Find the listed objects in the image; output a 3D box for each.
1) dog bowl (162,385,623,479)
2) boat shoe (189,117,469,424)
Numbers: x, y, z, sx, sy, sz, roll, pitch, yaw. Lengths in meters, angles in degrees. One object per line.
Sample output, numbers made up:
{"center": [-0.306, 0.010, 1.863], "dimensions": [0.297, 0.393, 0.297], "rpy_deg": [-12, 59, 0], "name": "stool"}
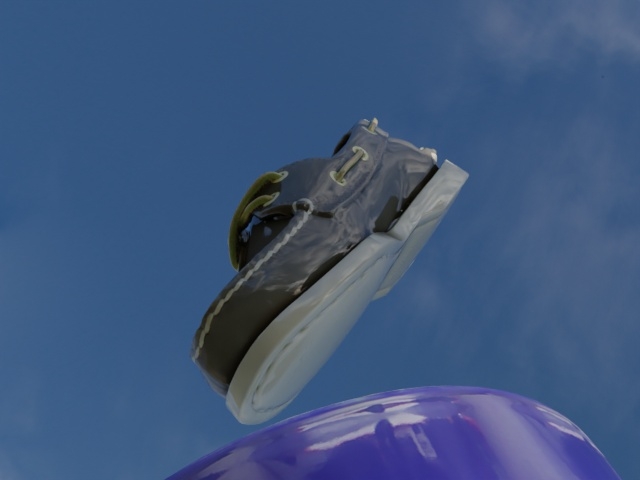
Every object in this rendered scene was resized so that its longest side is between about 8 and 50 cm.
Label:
{"center": [0.021, 0.184, 0.428], "dimensions": [0.265, 0.265, 0.104], "rpy_deg": [-47, -138, 16], "name": "dog bowl"}
{"center": [-0.002, 0.004, 0.639], "dimensions": [0.091, 0.305, 0.109], "rpy_deg": [36, -61, 7], "name": "boat shoe"}
